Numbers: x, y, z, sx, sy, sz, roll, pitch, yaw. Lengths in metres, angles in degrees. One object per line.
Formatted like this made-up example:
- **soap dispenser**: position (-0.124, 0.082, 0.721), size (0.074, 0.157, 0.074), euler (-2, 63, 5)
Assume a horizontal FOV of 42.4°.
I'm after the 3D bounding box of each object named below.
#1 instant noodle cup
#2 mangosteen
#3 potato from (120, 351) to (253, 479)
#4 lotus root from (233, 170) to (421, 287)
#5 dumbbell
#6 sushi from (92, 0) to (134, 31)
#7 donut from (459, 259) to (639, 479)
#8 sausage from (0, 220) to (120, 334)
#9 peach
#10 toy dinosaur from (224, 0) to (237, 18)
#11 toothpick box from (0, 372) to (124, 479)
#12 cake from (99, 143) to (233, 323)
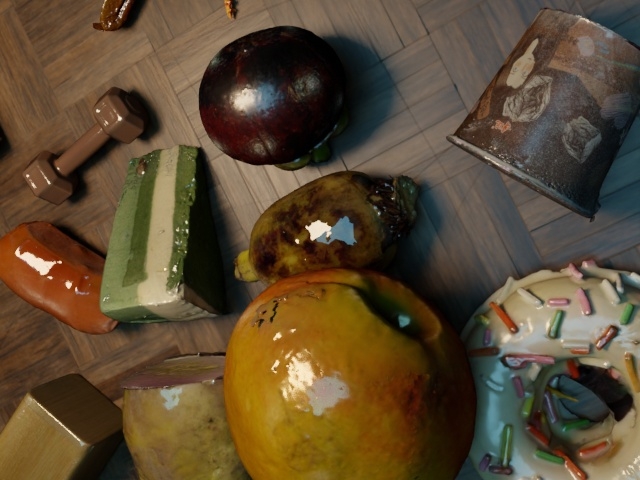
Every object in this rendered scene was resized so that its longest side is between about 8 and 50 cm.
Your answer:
- **instant noodle cup**: position (0.304, -0.165, 1.058), size (0.217, 0.217, 0.207), euler (31, 99, 13)
- **mangosteen**: position (-0.067, -0.193, 1.180), size (0.216, 0.216, 0.216), euler (2, 97, 18)
- **potato**: position (-0.192, 0.317, 1.284), size (0.229, 0.229, 0.266), euler (-6, 99, 19)
- **lotus root**: position (0.000, 0.000, 1.206), size (0.314, 0.141, 0.169), euler (-25, 84, 20)
- **dumbbell**: position (-0.383, -0.153, 1.346), size (0.231, 0.082, 0.092), euler (-36, 86, 19)
- **sushi**: position (-0.319, -0.386, 1.310), size (0.052, 0.055, 0.120), euler (13, 114, -29)
- **donut**: position (0.357, 0.220, 1.116), size (0.382, 0.142, 0.383), euler (2, 97, 17)
- **sausage**: position (-0.427, 0.063, 1.366), size (0.258, 0.133, 0.133), euler (29, 105, 9)
- **peach**: position (0.027, 0.216, 1.098), size (0.372, 0.290, 0.373), euler (2, 127, 2)
- **toy dinosaur**: position (-0.112, -0.483, 1.227), size (0.117, 0.070, 0.288), euler (-1, 101, 18)
- **toothpick box**: position (-0.480, 0.398, 1.400), size (0.190, 0.187, 0.308), euler (37, 102, 12)
- **cake**: position (-0.255, -0.006, 1.279), size (0.158, 0.172, 0.284), euler (-7, 92, 17)
